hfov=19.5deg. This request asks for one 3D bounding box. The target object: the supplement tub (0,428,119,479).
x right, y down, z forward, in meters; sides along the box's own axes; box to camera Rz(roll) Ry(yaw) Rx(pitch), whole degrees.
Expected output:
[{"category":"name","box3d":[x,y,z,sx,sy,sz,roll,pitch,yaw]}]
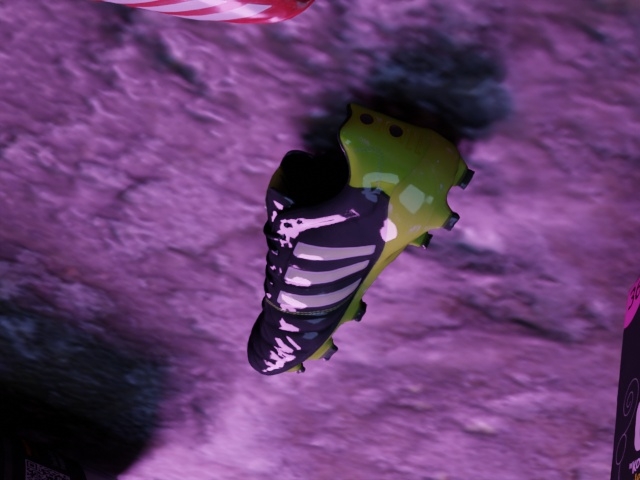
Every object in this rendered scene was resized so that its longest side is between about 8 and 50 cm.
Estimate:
[{"category":"supplement tub","box3d":[-0.284,0.174,1.041,0.338,0.207,0.207,27,143,-22]}]

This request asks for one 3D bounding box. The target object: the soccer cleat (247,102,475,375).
[{"category":"soccer cleat","box3d":[0.000,0.000,0.844,0.072,0.060,0.179,29,137,-10]}]

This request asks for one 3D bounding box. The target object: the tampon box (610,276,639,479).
[{"category":"tampon box","box3d":[0.191,0.069,0.790,0.101,0.161,0.120,16,145,-7]}]

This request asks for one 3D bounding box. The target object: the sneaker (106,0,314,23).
[{"category":"sneaker","box3d":[-0.041,-0.145,0.628,0.128,0.087,0.221,12,160,-17]}]
